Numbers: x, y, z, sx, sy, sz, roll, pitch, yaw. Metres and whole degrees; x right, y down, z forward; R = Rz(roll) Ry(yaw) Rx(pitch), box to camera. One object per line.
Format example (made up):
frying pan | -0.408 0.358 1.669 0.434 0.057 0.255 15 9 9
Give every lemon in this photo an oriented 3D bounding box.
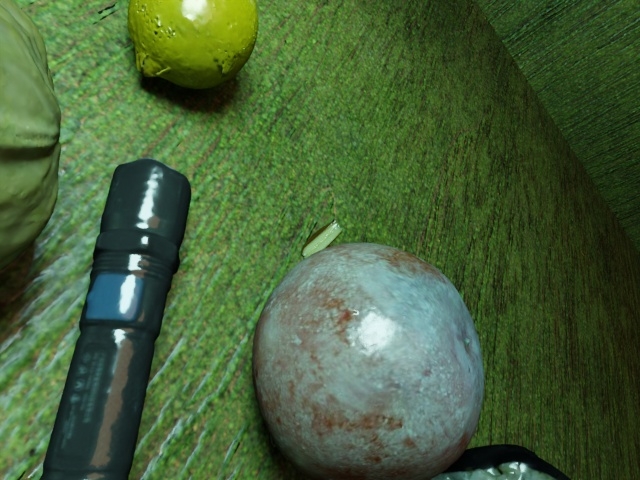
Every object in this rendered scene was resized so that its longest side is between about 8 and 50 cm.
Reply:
lemon | -0.180 -0.305 0.617 0.173 0.173 0.206 41 73 -23

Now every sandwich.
sandwich | 0.000 0.000 0.748 0.083 0.044 0.031 -41 100 0

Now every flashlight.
flashlight | -0.214 0.112 0.463 0.103 0.103 0.424 20 61 -36

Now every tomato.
tomato | 0.060 0.159 0.579 0.316 0.282 0.317 33 45 -41

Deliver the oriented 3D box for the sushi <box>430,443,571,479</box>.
sushi | 0.286 0.505 0.625 0.285 0.327 0.329 45 31 -36

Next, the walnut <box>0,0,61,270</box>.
walnut | -0.342 -0.094 0.316 0.276 0.282 0.253 6 28 -46
